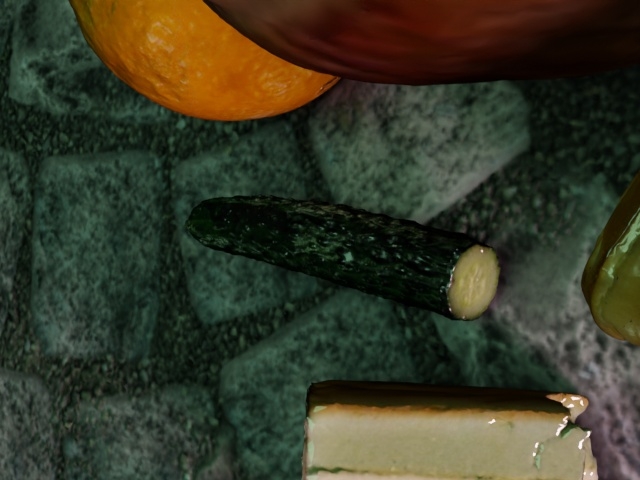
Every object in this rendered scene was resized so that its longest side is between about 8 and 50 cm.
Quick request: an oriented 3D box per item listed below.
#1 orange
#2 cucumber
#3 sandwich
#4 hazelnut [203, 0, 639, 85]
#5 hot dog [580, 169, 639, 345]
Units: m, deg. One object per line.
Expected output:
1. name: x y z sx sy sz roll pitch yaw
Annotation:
1. orange: -0.066 -0.210 0.845 0.246 0.246 0.246 -3 86 37
2. cucumber: 0.000 0.000 0.886 0.294 0.067 0.067 14 96 39
3. sandwich: 0.087 0.177 0.789 0.198 0.227 0.155 2 86 2
4. hazelnut: 0.093 -0.245 0.567 0.421 0.421 0.352 -3 113 37
5. hot dog: 0.269 -0.078 0.650 0.100 0.135 0.337 36 110 10
